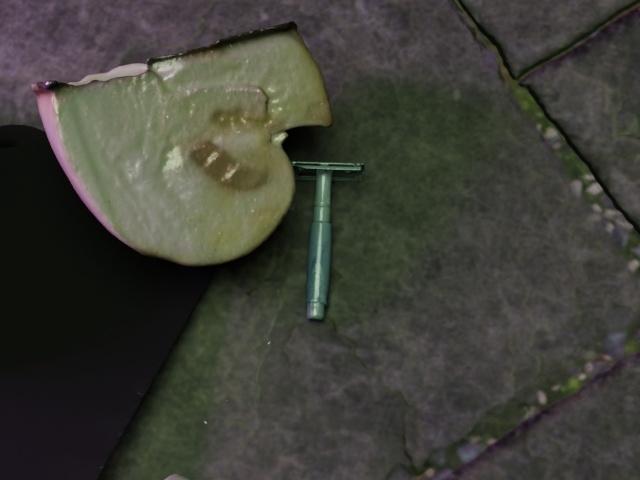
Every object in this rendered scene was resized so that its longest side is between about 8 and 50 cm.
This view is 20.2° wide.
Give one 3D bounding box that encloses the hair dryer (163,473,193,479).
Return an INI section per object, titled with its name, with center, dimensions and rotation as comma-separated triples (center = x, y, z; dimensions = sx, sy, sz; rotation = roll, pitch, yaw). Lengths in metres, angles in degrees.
[hair dryer]
center = -0.107, 0.375, 1.321
dimensions = 0.203, 0.128, 0.362
rotation = 26, 81, 12

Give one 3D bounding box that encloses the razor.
[razor]
center = 0.000, 0.000, 1.488
dimensions = 0.068, 0.040, 0.135
rotation = 2, 75, 4

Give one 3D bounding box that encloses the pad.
[pad]
center = -0.220, 0.103, 1.468
dimensions = 0.315, 0.063, 0.375
rotation = 22, 62, 12

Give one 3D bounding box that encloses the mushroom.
[mushroom]
center = -0.115, -0.071, 1.481
dimensions = 0.236, 0.162, 0.173
rotation = -16, 98, -21
